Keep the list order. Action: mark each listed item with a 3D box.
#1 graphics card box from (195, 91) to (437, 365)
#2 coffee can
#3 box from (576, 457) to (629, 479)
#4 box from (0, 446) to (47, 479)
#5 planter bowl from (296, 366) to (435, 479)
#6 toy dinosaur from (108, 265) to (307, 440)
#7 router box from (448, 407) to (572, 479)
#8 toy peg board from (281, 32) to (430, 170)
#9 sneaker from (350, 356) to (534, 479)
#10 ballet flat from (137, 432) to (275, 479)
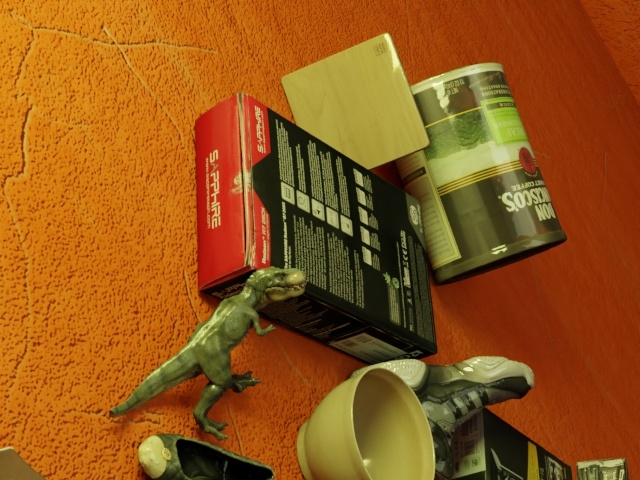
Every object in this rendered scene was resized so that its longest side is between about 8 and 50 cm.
[{"bbox_3d":[0.000,0.000,1.471,0.371,0.094,0.232,26,50,-45],"label":"graphics card box"},{"bbox_3d":[0.218,-0.095,1.753,0.201,0.201,0.275,-8,77,-57],"label":"coffee can"},{"bbox_3d":[0.424,0.508,1.706,0.307,0.076,0.242,-80,156,-48],"label":"box"},{"bbox_3d":[-0.232,0.276,0.804,0.203,0.168,0.167,34,21,27],"label":"box"},{"bbox_3d":[0.043,0.238,1.370,0.162,0.109,0.162,34,44,-41],"label":"planter bowl"},{"bbox_3d":[-0.110,0.132,1.242,0.268,0.064,0.118,-42,130,-34],"label":"toy dinosaur"},{"bbox_3d":[0.257,0.411,1.605,0.243,0.081,0.309,37,43,-38],"label":"router box"},{"bbox_3d":[0.055,-0.171,1.612,0.161,0.161,0.079,71,17,5],"label":"toy peg board"},{"bbox_3d":[0.163,0.230,1.526,0.269,0.101,0.153,2,75,-29],"label":"sneaker"},{"bbox_3d":[-0.116,0.222,1.201,0.173,0.049,0.057,23,51,-48],"label":"ballet flat"}]
